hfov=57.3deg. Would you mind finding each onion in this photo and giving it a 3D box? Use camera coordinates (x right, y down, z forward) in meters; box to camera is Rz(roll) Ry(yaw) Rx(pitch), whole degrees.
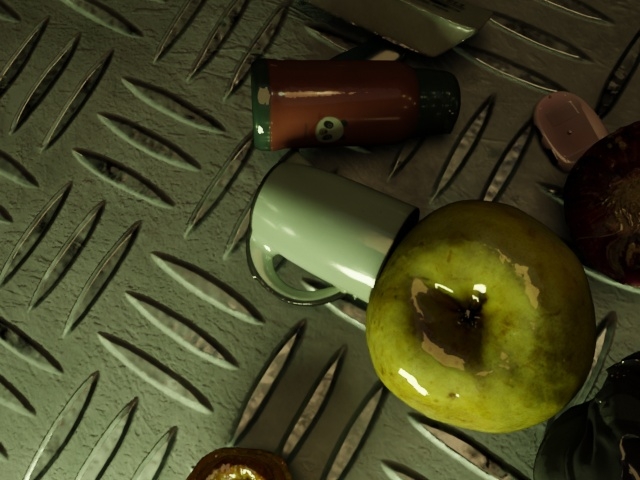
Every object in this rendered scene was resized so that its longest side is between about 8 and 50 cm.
[{"bbox_3d":[0.476,-0.050,0.838,0.246,0.190,0.246,-12,69,35],"label":"onion"}]

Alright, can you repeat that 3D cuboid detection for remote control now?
[{"bbox_3d":[0.047,-0.295,1.025,0.222,0.042,0.072,-28,73,1],"label":"remote control"}]

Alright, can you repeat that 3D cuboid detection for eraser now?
[{"bbox_3d":[0.110,-0.411,1.002,0.352,0.077,0.111,28,47,13],"label":"eraser"}]

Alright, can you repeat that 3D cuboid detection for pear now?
[{"bbox_3d":[0.219,0.106,0.788,0.303,0.304,0.304,-2,77,7],"label":"pear"}]

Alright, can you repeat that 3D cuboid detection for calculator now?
[{"bbox_3d":[0.415,-0.171,0.959,0.103,0.024,0.166,-28,76,0],"label":"calculator"}]

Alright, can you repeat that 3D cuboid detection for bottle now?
[{"bbox_3d":[0.057,-0.217,0.945,0.336,0.144,0.144,-1,76,-7],"label":"bottle"}]

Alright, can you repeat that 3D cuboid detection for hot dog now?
[{"bbox_3d":[-0.124,0.437,0.839,0.175,0.114,0.259,1,77,9],"label":"hot dog"}]

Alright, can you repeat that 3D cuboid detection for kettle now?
[{"bbox_3d":[0.000,0.000,0.906,0.236,0.161,0.221,27,92,15],"label":"kettle"}]

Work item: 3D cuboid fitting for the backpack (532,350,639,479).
[{"bbox_3d":[0.404,0.353,0.652,0.254,0.363,0.446,-27,91,37],"label":"backpack"}]
